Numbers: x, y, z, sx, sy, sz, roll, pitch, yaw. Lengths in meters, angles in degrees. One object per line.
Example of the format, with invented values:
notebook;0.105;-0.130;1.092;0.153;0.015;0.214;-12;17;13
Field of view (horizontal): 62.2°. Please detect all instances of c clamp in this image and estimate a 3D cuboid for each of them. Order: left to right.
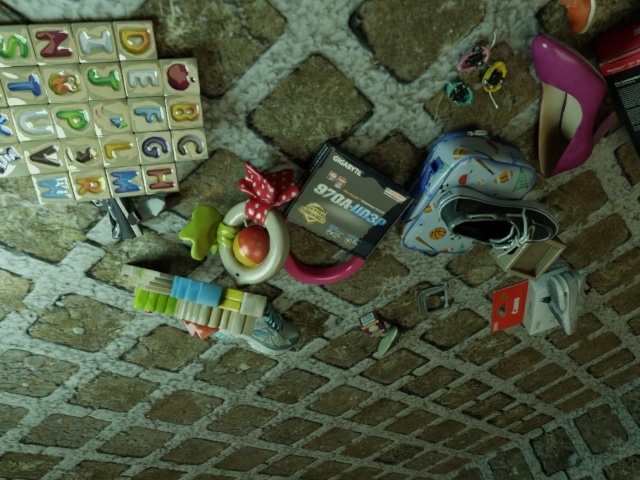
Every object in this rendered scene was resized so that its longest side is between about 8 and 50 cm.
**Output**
c clamp;0.349;0.167;1.546;0.137;0.022;0.160;-15;139;-4

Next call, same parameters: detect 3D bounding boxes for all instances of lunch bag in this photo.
lunch bag;0.301;-0.101;1.165;0.243;0.114;0.303;7;134;-23

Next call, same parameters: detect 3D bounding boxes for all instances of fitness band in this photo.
fitness band;0.000;0.000;1.210;0.209;0.054;0.290;-21;138;4

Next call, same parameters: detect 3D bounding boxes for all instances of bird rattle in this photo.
bird rattle;-0.130;-0.021;1.040;0.254;0.206;0.143;-29;167;19

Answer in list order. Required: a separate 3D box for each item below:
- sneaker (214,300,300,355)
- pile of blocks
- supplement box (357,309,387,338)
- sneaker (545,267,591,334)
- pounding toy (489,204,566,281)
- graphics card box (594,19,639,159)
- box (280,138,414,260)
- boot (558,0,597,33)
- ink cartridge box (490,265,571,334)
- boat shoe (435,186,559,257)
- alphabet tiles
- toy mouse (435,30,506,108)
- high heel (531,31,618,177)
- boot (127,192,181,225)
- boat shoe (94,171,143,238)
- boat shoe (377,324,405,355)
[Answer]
sneaker;-0.151;0.207;1.344;0.283;0.110;0.122;21;123;-37
pile of blocks;-0.275;0.131;1.064;0.362;0.112;0.149;8;172;32
supplement box;0.152;0.244;1.543;0.055;0.043;0.083;-29;139;10
sneaker;0.746;0.185;1.560;0.115;0.105;0.281;-25;138;7
pounding toy;0.536;-0.016;1.365;0.181;0.094;0.206;16;119;-27
graphics card box;0.713;-0.290;1.032;0.233;0.094;0.371;-16;139;38
box;0.054;-0.076;1.086;0.220;0.051;0.175;28;109;-25
boot;0.420;-0.420;0.900;0.085;0.059;0.157;-19;131;5
ink cartridge box;0.671;0.215;1.690;0.239;0.060;0.275;-20;139;0
boat shoe;0.385;-0.028;1.103;0.307;0.104;0.113;15;132;-27
alphabet tiles;-0.359;-0.194;0.838;0.343;0.011;0.285;-8;122;-12
toy mouse;0.274;-0.309;0.984;0.143;0.031;0.161;-12;139;-8
high heel;0.461;-0.245;1.043;0.377;0.127;0.181;26;114;-42
boot;-0.289;-0.071;0.986;0.107;0.037;0.114;-20;-172;33
boat shoe;-0.389;-0.069;0.976;0.065;0.075;0.206;-16;144;-7
boat shoe;0.218;0.314;1.640;0.042;0.048;0.133;13;126;-21
